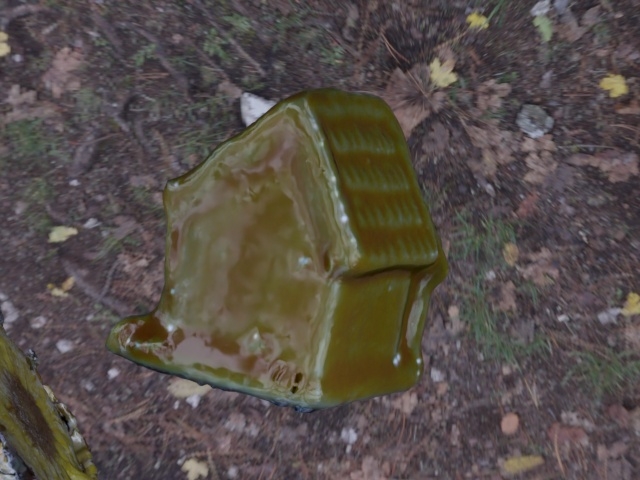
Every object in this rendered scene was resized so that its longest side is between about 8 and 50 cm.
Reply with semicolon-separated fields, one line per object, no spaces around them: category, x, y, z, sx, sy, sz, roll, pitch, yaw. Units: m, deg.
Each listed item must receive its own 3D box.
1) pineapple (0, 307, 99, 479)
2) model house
pineapple;-0.229;0.134;0.749;0.047;0.221;0.221;-31;94;-2
model house;0.002;-0.002;0.799;0.173;0.268;0.239;20;103;32
